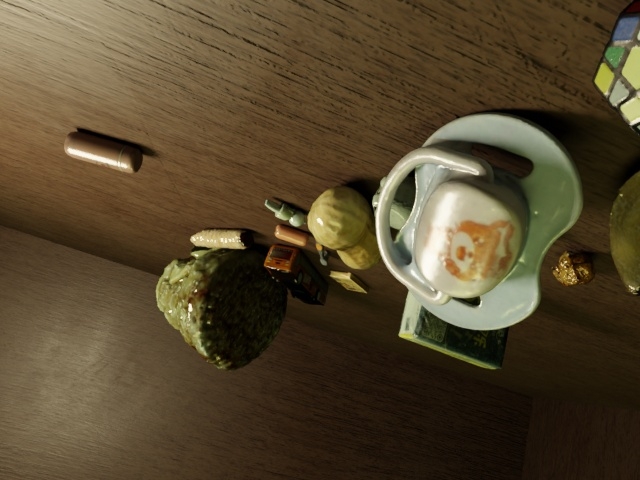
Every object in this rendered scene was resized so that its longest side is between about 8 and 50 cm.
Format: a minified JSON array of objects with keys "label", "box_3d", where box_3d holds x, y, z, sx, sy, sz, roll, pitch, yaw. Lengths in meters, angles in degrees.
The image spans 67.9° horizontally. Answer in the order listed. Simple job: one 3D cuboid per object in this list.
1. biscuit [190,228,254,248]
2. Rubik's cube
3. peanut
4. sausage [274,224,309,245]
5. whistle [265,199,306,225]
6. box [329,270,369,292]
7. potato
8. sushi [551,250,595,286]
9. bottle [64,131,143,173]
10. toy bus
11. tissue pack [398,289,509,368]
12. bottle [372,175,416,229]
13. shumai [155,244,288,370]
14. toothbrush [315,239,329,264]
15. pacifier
[{"label":"biscuit","box_3d":[-0.271,-0.005,1.307,0.219,0.055,0.061,1,-179,41]},{"label":"Rubik's cube","box_3d":[0.265,-0.125,0.330,0.133,0.133,0.112,24,133,-25]},{"label":"peanut","box_3d":[0.051,-0.016,0.882,0.125,0.111,0.274,13,163,27]},{"label":"sausage","box_3d":[-0.068,-0.012,1.136,0.083,0.034,0.034,19,163,-4]},{"label":"whistle","box_3d":[-0.071,-0.058,0.994,0.100,0.035,0.035,27,160,-25]},{"label":"box","box_3d":[0.089,0.128,1.455,0.073,0.020,0.149,5,160,31]},{"label":"potato","box_3d":[0.408,-0.053,0.516,0.121,0.100,0.261,-21,147,-7]},{"label":"sushi","box_3d":[0.436,0.054,0.825,0.060,0.061,0.118,-16,147,12]},{"label":"bottle","box_3d":[-0.422,-0.172,0.927,0.140,0.053,0.053,15,163,2]},{"label":"toy bus","box_3d":[-0.063,0.118,1.444,0.093,0.092,0.409,9,162,17]},{"label":"tissue pack","box_3d":[0.319,0.172,1.094,0.257,0.185,0.081,23,163,-21]},{"label":"bottle","box_3d":[0.213,-0.028,0.738,0.270,0.083,0.083,19,163,-17]},{"label":"shumai","box_3d":[-0.333,0.176,1.421,0.349,0.394,0.395,9,162,29]},{"label":"toothbrush","box_3d":[-0.001,0.003,1.124,0.023,0.031,0.321,13,163,10]},{"label":"pacifier","box_3d":[0.204,-0.032,0.617,0.228,0.278,0.207,29,-147,31]}]
